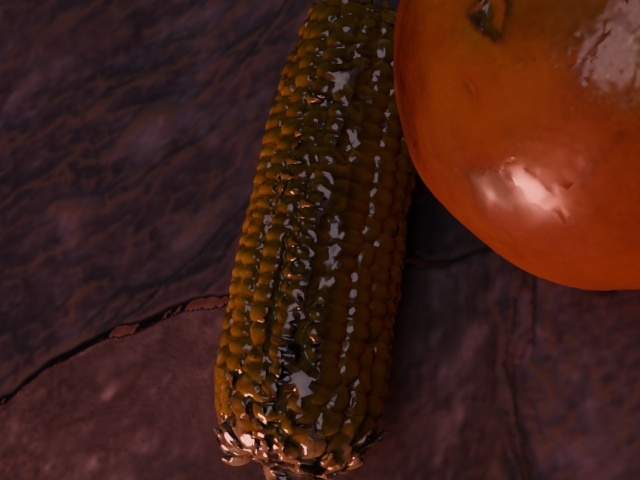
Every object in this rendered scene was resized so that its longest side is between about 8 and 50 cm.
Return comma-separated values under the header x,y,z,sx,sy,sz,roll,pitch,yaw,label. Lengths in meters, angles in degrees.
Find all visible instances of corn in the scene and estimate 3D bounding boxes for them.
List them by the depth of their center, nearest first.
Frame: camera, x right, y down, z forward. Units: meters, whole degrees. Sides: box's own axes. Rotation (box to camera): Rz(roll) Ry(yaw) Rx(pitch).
x,y,z,sx,sy,sz,roll,pitch,yaw,label
0.000,0.000,0.954,0.115,0.115,0.317,4,79,28,corn

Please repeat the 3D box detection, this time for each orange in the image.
x,y,z,sx,sy,sz,roll,pitch,yaw,label
0.165,-0.102,0.824,0.261,0.261,0.261,-7,74,25,orange
